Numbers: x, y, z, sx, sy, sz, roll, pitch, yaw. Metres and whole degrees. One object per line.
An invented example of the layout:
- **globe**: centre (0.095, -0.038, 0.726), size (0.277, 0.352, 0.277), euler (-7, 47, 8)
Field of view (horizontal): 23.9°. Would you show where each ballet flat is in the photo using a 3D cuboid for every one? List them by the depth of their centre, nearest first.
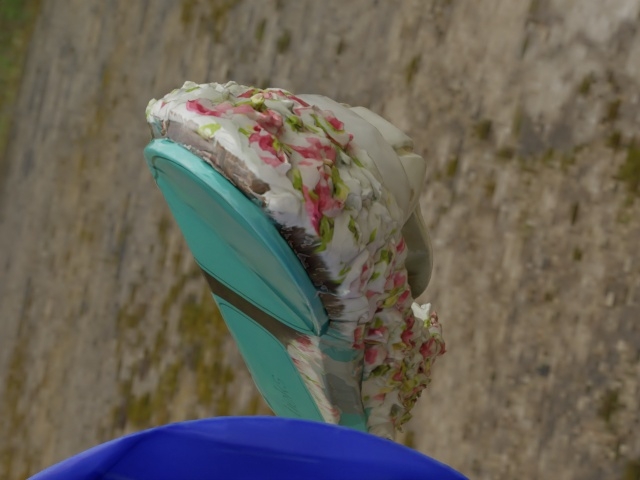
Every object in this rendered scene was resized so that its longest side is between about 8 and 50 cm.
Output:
- **ballet flat**: centre (0.000, 0.000, 0.494), size (0.077, 0.091, 0.241), euler (-47, -19, -14)

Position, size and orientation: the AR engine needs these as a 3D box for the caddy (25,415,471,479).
- **caddy**: centre (-0.014, 0.211, 0.360), size (0.179, 0.241, 0.341), euler (137, 136, -75)
